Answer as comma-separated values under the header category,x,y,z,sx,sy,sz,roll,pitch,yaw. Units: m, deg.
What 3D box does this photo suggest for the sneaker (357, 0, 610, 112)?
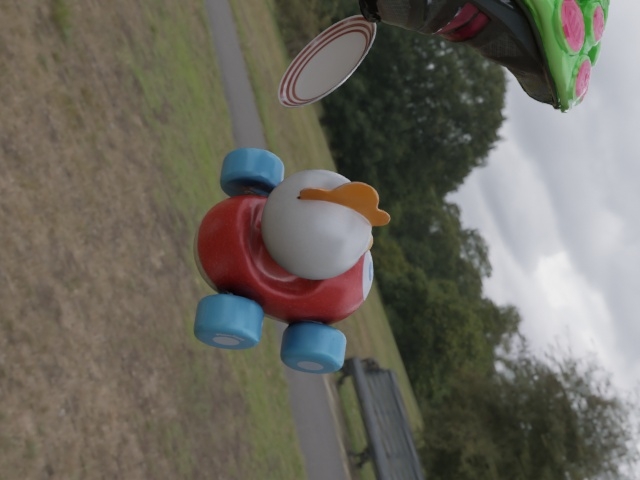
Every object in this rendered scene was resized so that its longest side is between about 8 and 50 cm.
category,x,y,z,sx,sy,sz,roll,pitch,yaw
sneaker,0.148,-0.279,0.917,0.482,0.202,0.185,30,76,-47

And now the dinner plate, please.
category,x,y,z,sx,sy,sz,roll,pitch,yaw
dinner plate,0.009,-0.200,1.042,0.017,0.141,0.141,42,18,-30

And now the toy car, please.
category,x,y,z,sx,sy,sz,roll,pitch,yaw
toy car,0.000,0.000,0.970,0.238,0.210,0.219,-29,-133,53
